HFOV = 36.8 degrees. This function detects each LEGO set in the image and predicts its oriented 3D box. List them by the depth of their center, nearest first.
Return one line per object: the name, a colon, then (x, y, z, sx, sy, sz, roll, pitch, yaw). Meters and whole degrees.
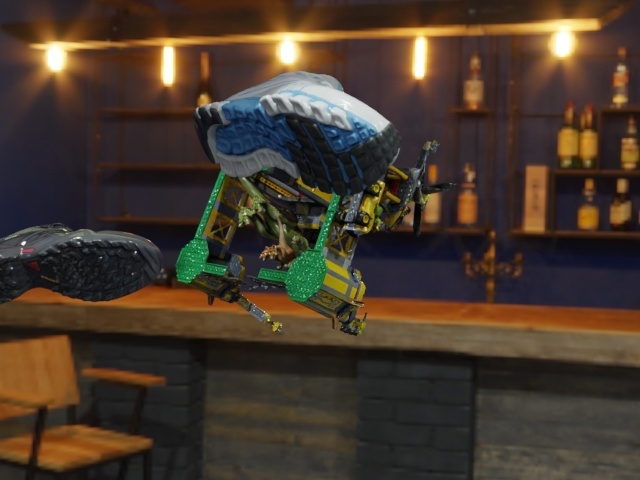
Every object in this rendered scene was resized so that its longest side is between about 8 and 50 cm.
LEGO set: (0.000, 0.000, 1.184, 0.331, 0.254, 0.192, -5, -26, 45)

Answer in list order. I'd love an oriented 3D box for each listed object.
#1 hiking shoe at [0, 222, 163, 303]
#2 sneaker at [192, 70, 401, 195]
hiking shoe: (-0.289, 0.012, 1.098, 0.227, 0.086, 0.114, -2, 28, 2)
sneaker: (-0.006, -0.083, 0.625, 0.083, 0.071, 0.191, -37, 30, -25)
